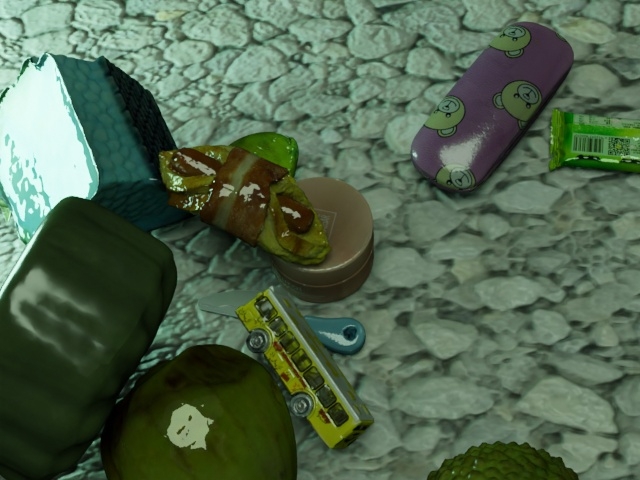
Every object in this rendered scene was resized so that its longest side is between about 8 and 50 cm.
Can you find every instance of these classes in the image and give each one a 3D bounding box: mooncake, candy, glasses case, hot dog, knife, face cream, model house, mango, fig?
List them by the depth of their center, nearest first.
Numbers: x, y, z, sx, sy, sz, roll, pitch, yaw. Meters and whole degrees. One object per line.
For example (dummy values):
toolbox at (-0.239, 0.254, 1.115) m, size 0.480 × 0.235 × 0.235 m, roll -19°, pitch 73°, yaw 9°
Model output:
fig at (-0.131, 0.267, 1.392) m, size 0.239 × 0.239 × 0.271 m, roll -34°, pitch 91°, yaw -13°
mooncake at (-0.311, 0.117, 1.397) m, size 0.187 × 0.351 × 0.351 m, roll 30°, pitch 67°, yaw -6°
hot dog at (-0.095, -0.061, 1.485) m, size 0.261 × 0.093 × 0.123 m, roll 24°, pitch 45°, yaw -2°
knife at (-0.053, 0.103, 1.580) m, size 0.244 × 0.032 × 0.058 m, roll 16°, pitch 70°, yaw 15°
face cream at (0.000, 0.000, 1.581) m, size 0.149 × 0.104 × 0.149 m, roll -1°, pitch 63°, yaw 2°
mango at (-0.096, -0.087, 1.635) m, size 0.119 × 0.100 × 0.178 m, roll 29°, pitch 55°, yaw 13°
model house at (-0.308, -0.122, 1.641) m, size 0.241 × 0.226 × 0.261 m, roll -4°, pitch 59°, yaw -42°
candy at (0.426, -0.143, 1.671) m, size 0.178 × 0.032 × 0.102 m, roll 5°, pitch 60°, yaw 7°
glasses case at (0.256, -0.200, 1.685) m, size 0.123 × 0.076 × 0.316 m, roll 33°, pitch 69°, yaw 18°

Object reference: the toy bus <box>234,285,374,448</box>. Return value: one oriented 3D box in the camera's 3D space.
toy bus at (-0.024, 0.168, 1.496) m, size 0.074 × 0.081 × 0.226 m, roll -39°, pitch 70°, yaw 11°

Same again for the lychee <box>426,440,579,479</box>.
lychee at (0.200, 0.381, 1.296) m, size 0.270 × 0.270 × 0.320 m, roll 26°, pitch 34°, yaw 15°

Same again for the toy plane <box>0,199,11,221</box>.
toy plane at (-0.489, -0.070, 1.682) m, size 0.111 × 0.040 × 0.102 m, roll 26°, pitch 78°, yaw 14°
